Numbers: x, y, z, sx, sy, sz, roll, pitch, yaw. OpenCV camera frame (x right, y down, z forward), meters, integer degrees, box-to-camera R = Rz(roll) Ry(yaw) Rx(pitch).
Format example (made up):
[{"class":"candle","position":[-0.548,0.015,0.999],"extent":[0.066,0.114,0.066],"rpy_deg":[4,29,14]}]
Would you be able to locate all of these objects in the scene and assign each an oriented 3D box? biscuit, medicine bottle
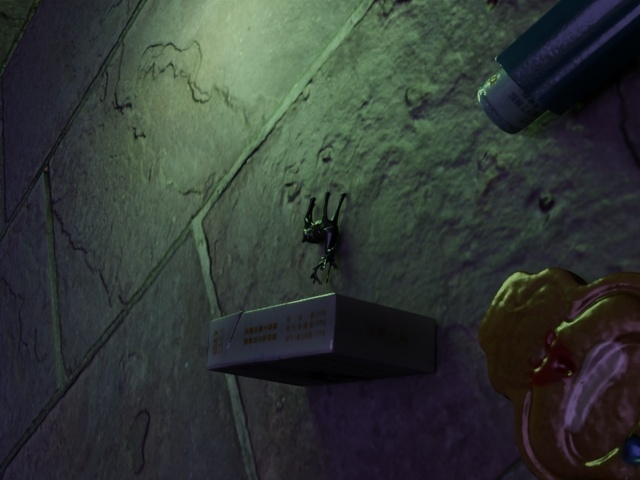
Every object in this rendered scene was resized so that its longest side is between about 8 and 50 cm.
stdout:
[{"class":"biscuit","position":[0.248,0.135,0.674],"extent":[0.334,0.047,0.202],"rpy_deg":[45,113,50]},{"class":"medicine bottle","position":[0.255,-0.212,0.770],"extent":[0.258,0.079,0.124],"rpy_deg":[-43,50,35]}]

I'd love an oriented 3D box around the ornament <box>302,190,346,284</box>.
[{"class":"ornament","position":[0.000,0.000,1.063],"extent":[0.073,0.028,0.125],"rpy_deg":[-18,61,47]}]

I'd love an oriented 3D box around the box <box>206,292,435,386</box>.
[{"class":"box","position":[-0.005,0.118,0.922],"extent":[0.233,0.149,0.067],"rpy_deg":[-17,61,48]}]
